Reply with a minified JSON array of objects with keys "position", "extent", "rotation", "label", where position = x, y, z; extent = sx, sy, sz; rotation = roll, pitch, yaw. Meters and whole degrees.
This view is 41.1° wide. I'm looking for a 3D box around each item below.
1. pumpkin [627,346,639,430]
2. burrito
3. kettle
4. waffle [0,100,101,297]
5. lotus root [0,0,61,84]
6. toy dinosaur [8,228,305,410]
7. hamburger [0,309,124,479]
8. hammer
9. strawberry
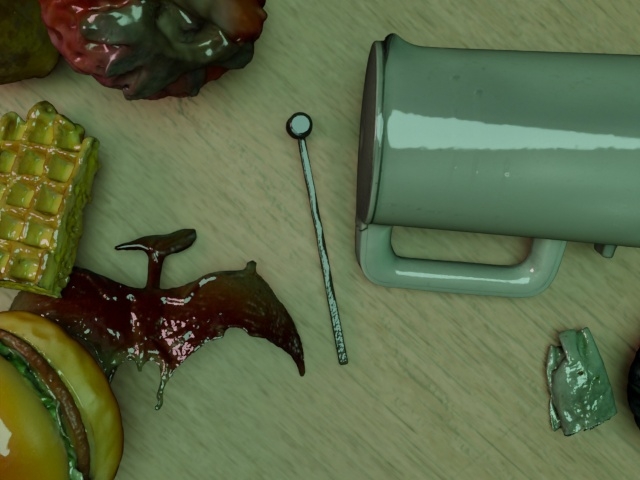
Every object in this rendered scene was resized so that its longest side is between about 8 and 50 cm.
[{"position":[0.443,0.165,0.939],"extent":[0.201,0.140,0.202],"rotation":[0,97,0],"label":"pumpkin"},{"position":[0.294,0.160,0.984],"extent":[0.074,0.044,0.118],"rotation":[-13,93,0],"label":"burrito"},{"position":[0.200,-0.085,0.928],"extent":[0.317,0.265,0.205],"rotation":[3,57,-3],"label":"kettle"},{"position":[-0.327,-0.054,0.924],"extent":[0.160,0.055,0.211],"rotation":[7,73,15],"label":"waffle"},{"position":[-0.405,-0.265,0.887],"extent":[0.290,0.193,0.193],"rotation":[19,87,-17],"label":"lotus root"},{"position":[-0.198,0.097,0.941],"extent":[0.327,0.113,0.207],"rotation":[-20,64,-14],"label":"toy dinosaur"},{"position":[-0.324,0.198,0.843],"extent":[0.246,0.170,0.246],"rotation":[12,112,30],"label":"hamburger"},{"position":[0.000,0.000,0.974],"extent":[0.029,0.058,0.292],"rotation":[-11,95,-2],"label":"hammer"},{"position":[-0.203,-0.300,0.907],"extent":[0.265,0.149,0.336],"rotation":[5,61,-44],"label":"strawberry"}]
